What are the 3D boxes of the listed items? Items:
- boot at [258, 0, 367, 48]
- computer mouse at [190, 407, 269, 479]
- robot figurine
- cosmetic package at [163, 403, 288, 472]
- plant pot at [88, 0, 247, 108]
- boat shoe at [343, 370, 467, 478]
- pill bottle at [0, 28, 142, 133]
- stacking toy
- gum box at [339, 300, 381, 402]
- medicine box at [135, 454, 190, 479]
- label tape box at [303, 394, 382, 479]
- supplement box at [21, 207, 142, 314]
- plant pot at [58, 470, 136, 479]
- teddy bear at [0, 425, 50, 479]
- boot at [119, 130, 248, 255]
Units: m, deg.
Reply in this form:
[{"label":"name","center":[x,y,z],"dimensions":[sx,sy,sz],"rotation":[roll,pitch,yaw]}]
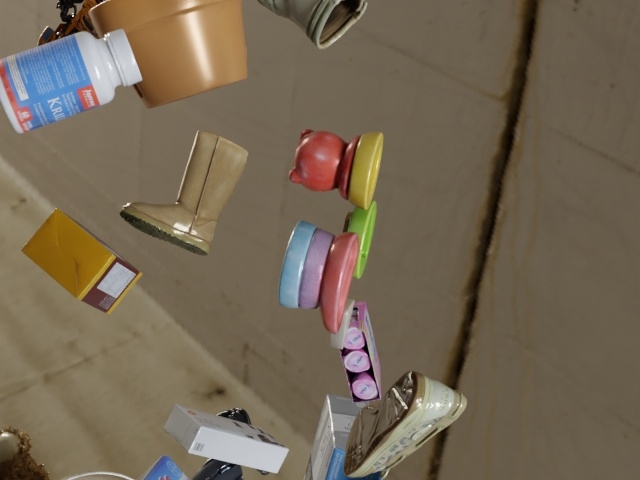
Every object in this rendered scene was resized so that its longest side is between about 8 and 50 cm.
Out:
[{"label":"boot","center":[0.014,-0.398,1.536],"dimensions":[0.165,0.077,0.213],"rotation":[45,-73,35]},{"label":"computer mouse","center":[-0.240,0.498,2.416],"dimensions":[0.262,0.060,0.184],"rotation":[-39,-117,28]},{"label":"robot figurine","center":[-0.524,-0.438,2.372],"dimensions":[0.211,0.085,0.291],"rotation":[36,-43,-17]},{"label":"cosmetic package","center":[-0.180,0.384,2.058],"dimensions":[0.099,0.239,0.060],"rotation":[26,-90,46]},{"label":"plant pot","center":[-0.259,-0.369,1.975],"dimensions":[0.291,0.291,0.203],"rotation":[-4,-74,58]},{"label":"boat shoe","center":[0.114,0.288,1.576],"dimensions":[0.285,0.089,0.105],"rotation":[128,-25,-54]},{"label":"pill bottle","center":[-0.410,-0.266,1.727],"dimensions":[0.124,0.221,0.124],"rotation":[159,-90,-83]},{"label":"stacking toy","center":[0.000,0.000,1.655],"dimensions":[0.130,0.309,0.279],"rotation":[12,-29,8]},{"label":"gum box","center":[0.078,0.225,2.186],"dimensions":[0.107,0.062,0.188],"rotation":[-86,164,-59]},{"label":"medicine box","center":[-0.313,0.639,2.258],"dimensions":[0.289,0.149,0.263],"rotation":[46,8,0]},{"label":"label tape box","center":[0.046,0.546,2.411],"dimensions":[0.348,0.115,0.249],"rotation":[-94,-162,-69]},{"label":"supplement box","center":[-0.555,0.052,2.486],"dimensions":[0.191,0.129,0.194],"rotation":[37,-5,18]},{"label":"plant pot","center":[-0.412,0.529,1.792],"dimensions":[0.191,0.284,0.284],"rotation":[-13,-80,57]},{"label":"teddy bear","center":[-0.548,0.503,1.981],"dimensions":[0.245,0.113,0.338],"rotation":[-40,-94,20]},{"label":"boot","center":[-0.310,-0.127,2.423],"dimensions":[0.236,0.269,0.089],"rotation":[27,-20,-26]}]
